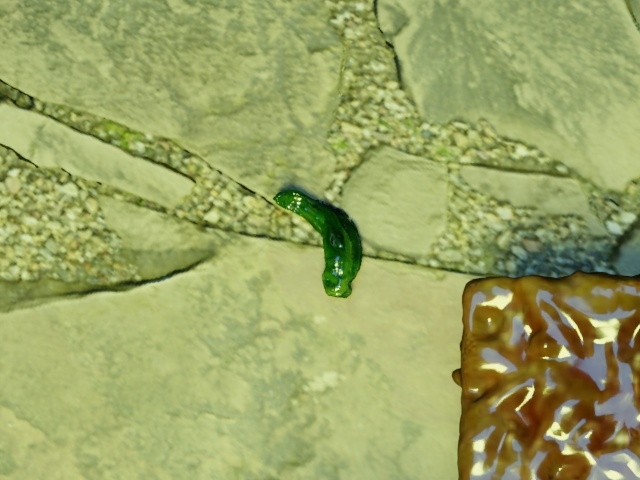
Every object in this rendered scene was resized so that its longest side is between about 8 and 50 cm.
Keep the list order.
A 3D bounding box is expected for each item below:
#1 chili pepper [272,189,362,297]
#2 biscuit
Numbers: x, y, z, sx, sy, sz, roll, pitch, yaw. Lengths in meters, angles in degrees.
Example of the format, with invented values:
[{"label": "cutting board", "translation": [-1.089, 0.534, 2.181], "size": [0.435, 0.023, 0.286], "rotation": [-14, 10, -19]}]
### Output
[{"label": "chili pepper", "translation": [0.007, -0.005, 1.454], "size": [0.055, 0.035, 0.118], "rotation": [-24, 73, -16]}, {"label": "biscuit", "translation": [0.300, 0.193, 1.266], "size": [0.395, 0.166, 0.342], "rotation": [0, 74, 12]}]
